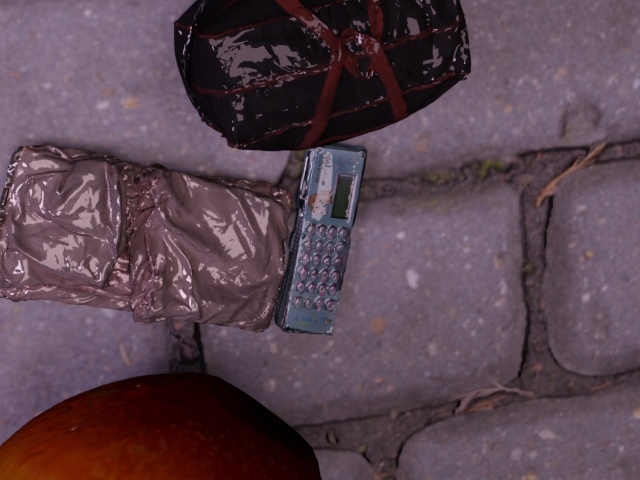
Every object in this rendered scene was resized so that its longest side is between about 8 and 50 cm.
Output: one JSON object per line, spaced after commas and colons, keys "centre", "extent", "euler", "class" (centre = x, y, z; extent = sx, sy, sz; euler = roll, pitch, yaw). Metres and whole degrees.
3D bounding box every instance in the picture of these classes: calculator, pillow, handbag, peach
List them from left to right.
{"centre": [-0.143, 0.002, 1.266], "extent": [0.248, 0.049, 0.135], "euler": [10, 98, -23], "class": "pillow"}
{"centre": [-0.134, 0.291, 1.192], "extent": [0.388, 0.388, 0.388], "euler": [-5, 107, -16], "class": "peach"}
{"centre": [0.000, 0.000, 1.328], "extent": [0.057, 0.018, 0.172], "euler": [6, 102, -21], "class": "calculator"}
{"centre": [0.000, -0.154, 1.199], "extent": [0.215, 0.169, 0.155], "euler": [-20, 110, -11], "class": "handbag"}
